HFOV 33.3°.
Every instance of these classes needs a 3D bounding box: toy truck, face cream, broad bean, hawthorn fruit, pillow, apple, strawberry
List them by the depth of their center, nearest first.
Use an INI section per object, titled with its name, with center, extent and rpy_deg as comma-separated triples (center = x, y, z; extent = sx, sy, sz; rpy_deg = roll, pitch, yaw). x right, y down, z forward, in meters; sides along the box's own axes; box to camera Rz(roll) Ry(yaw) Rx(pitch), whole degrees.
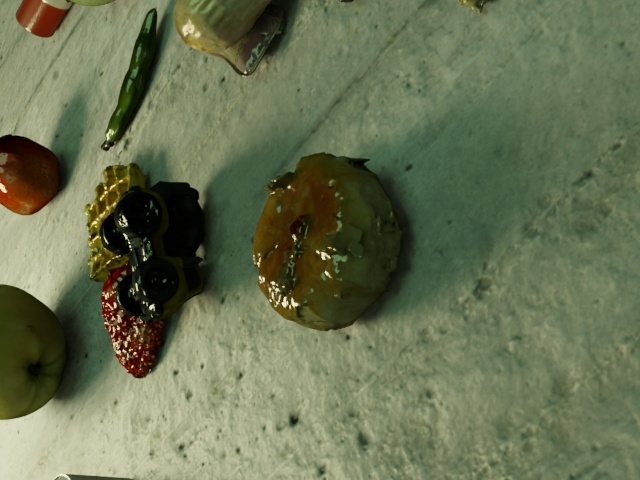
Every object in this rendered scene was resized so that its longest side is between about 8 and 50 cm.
[toy truck]
center = -0.257, 0.016, 1.755
extent = 0.147, 0.165, 0.224
rpy_deg = -35, 68, 59
[pillow]
center = -0.143, -0.358, 1.811
extent = 0.232, 0.038, 0.131
rpy_deg = 38, 101, 48
[strawberry]
center = -0.322, 0.122, 1.837
extent = 0.167, 0.087, 0.208
rpy_deg = -30, 59, 39
[apple]
center = -0.604, 0.211, 2.025
extent = 0.262, 0.262, 0.262
rpy_deg = -18, 65, 45
[broad bean]
center = -0.357, -0.302, 2.041
extent = 0.060, 0.043, 0.297
rpy_deg = 37, 109, 58
[hawthorn fruit]
center = -0.638, -0.144, 2.205
extent = 0.157, 0.194, 0.157
rpy_deg = -33, 44, 39
[face cream]
center = -0.576, -0.553, 2.331
extent = 0.214, 0.096, 0.096
rpy_deg = -50, 46, 28

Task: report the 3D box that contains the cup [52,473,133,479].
[cup]
center = -0.387, 0.435, 1.779
extent = 0.136, 0.133, 0.099
rpy_deg = 17, 93, 50

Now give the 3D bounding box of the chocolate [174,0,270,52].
[chocolate]
center = -0.113, -0.427, 1.706
extent = 0.309, 0.134, 0.134
rpy_deg = -49, 45, 11

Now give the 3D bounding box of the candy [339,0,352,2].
[candy]
center = 0.088, -0.399, 1.546
extent = 0.226, 0.051, 0.094
rpy_deg = 6, 80, 50

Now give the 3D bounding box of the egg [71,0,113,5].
[egg]
center = -0.440, -0.557, 2.114
extent = 0.228, 0.177, 0.177
rpy_deg = -5, 75, 37

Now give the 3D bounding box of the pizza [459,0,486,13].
[pizza]
center = 0.250, -0.380, 1.351
extent = 0.195, 0.052, 0.185
rpy_deg = 13, 92, 50

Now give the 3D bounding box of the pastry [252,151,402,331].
[pastry]
center = -0.004, 0.004, 1.473
extent = 0.257, 0.120, 0.236
rpy_deg = -17, 66, 47

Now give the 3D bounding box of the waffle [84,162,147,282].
[waffle]
center = -0.374, -0.046, 1.971
extent = 0.160, 0.055, 0.211
rpy_deg = -35, 54, 36
